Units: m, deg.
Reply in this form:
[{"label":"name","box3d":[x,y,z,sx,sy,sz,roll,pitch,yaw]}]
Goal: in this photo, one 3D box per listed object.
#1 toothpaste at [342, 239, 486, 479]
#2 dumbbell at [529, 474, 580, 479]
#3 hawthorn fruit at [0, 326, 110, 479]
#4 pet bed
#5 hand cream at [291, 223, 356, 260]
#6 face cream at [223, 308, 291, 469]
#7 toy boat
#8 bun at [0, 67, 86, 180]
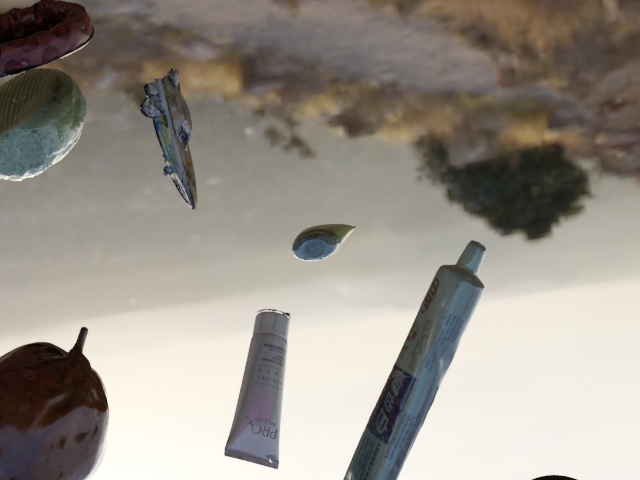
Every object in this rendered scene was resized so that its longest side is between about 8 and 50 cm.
[{"label":"toothpaste","box3d":[0.070,0.106,1.073,0.038,0.233,0.060,21,-173,-29]},{"label":"dumbbell","box3d":[0.261,0.364,1.600,0.100,0.191,0.100,-1,-149,1]},{"label":"hawthorn fruit","box3d":[-0.348,0.211,1.753,0.208,0.208,0.248,-3,129,-58]},{"label":"pet bed","box3d":[-0.389,-0.262,1.862,0.201,0.053,0.201,-11,-152,6]},{"label":"hand cream","box3d":[0.000,0.000,2.160,0.095,0.046,0.175,-11,-175,8]},{"label":"face cream","box3d":[-0.090,0.225,2.193,0.092,0.243,0.058,18,153,-21]},{"label":"toy boat","box3d":[-0.213,-0.145,2.095,0.066,0.210,0.084,-14,-176,10]},{"label":"bun","box3d":[-0.450,-0.174,2.202,0.221,0.108,0.221,-23,-147,16]}]
